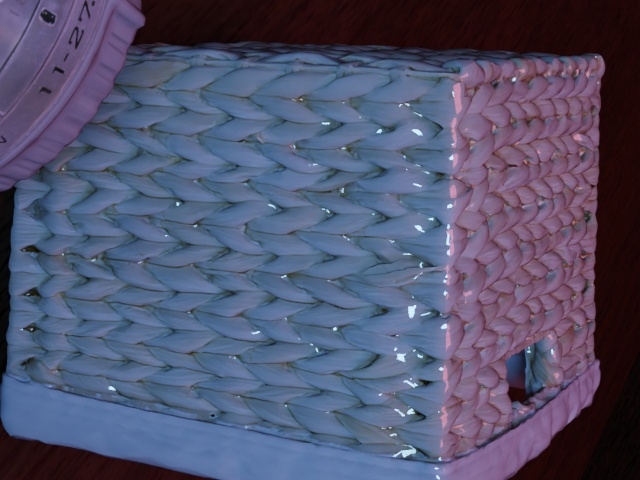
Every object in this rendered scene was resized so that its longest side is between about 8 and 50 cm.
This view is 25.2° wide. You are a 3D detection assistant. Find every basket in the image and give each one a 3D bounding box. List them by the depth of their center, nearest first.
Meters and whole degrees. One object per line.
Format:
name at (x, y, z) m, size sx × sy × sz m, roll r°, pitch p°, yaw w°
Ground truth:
basket at (0.000, 0.000, 0.980) m, size 0.328 × 0.331 × 0.266 m, roll -16°, pitch 109°, yaw -62°

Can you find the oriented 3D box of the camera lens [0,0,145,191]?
camera lens at (-0.222, -0.140, 0.565) m, size 0.274 × 0.219 × 0.219 m, roll 28°, pitch 75°, yaw -64°
